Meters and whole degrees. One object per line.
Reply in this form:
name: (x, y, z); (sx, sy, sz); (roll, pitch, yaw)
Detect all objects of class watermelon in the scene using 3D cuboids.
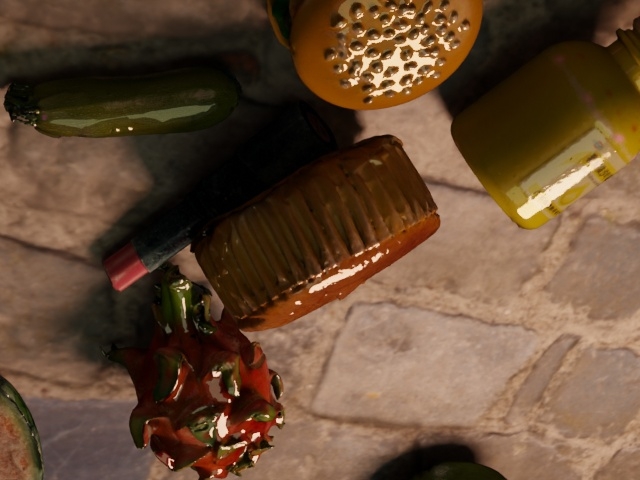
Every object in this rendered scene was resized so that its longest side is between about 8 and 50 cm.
watermelon: (-0.320, 0.187, 1.247); (0.139, 0.071, 0.187); (2, 124, -4)

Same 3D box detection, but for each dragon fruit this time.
dragon fruit: (-0.120, 0.118, 1.232); (0.137, 0.135, 0.236); (-29, 119, 3)

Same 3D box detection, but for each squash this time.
squash: (-0.146, -0.103, 1.022); (0.183, 0.052, 0.052); (-7, 137, -22)

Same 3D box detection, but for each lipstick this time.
lipstick: (-0.093, -0.031, 1.138); (0.234, 0.053, 0.053); (-34, 140, 18)

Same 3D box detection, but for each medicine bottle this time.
medicine bottle: (0.226, -0.114, 1.144); (0.212, 0.122, 0.122); (-37, 139, 14)

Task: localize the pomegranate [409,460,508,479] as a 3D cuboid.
pomegranate: (0.131, 0.348, 1.584); (0.225, 0.187, 0.187); (0, 142, 14)

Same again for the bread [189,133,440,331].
bread: (0.000, 0.000, 1.107); (0.199, 0.104, 0.199); (-29, 175, -3)

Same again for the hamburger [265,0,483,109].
hamburger: (0.040, -0.175, 0.987); (0.162, 0.115, 0.162); (-13, 138, -13)
